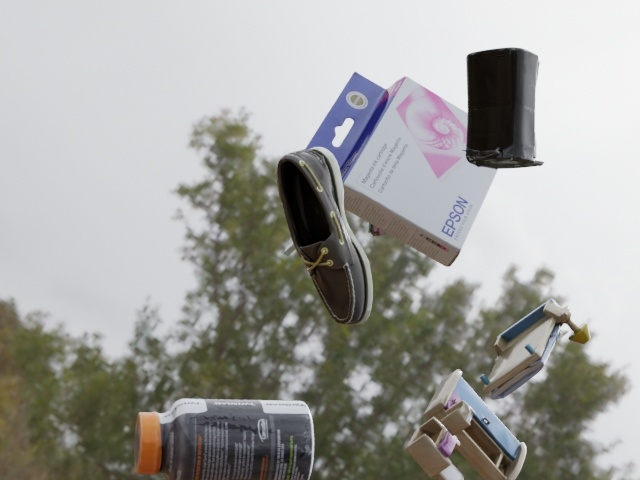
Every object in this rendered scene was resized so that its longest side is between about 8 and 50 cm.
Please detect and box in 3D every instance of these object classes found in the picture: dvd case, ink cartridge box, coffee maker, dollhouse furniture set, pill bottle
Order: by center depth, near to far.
[{"bbox_3d":[-0.141,0.291,1.638,0.246,0.130,0.130,3,-12,-15],"label":"pill bottle"},{"bbox_3d":[0.285,-0.208,1.785,0.120,0.178,0.171,-1,-4,13],"label":"coffee maker"},{"bbox_3d":[0.356,0.295,2.018,0.198,0.286,0.303,47,-61,-2],"label":"dollhouse furniture set"},{"bbox_3d":[0.155,-0.154,2.093,0.330,0.324,0.071,30,-39,-2],"label":"ink cartridge box"},{"bbox_3d":[-0.024,-0.031,2.143,0.013,0.119,0.087,39,-51,-11],"label":"dvd case"}]

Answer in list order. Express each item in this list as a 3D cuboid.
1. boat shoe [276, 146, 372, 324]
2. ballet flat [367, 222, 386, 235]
[{"bbox_3d":[0.000,0.000,1.410,0.081,0.069,0.227,-17,-92,40],"label":"boat shoe"},{"bbox_3d":[0.118,-0.113,2.268,0.079,0.221,0.077,-6,-22,-7],"label":"ballet flat"}]
